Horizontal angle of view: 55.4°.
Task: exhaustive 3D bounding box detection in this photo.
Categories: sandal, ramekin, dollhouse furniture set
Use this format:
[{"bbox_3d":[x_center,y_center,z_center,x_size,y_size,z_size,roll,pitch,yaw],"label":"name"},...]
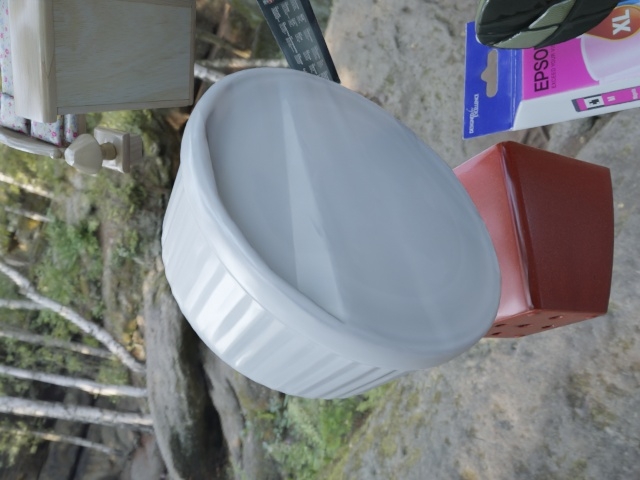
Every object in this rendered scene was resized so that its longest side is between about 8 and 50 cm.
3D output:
[{"bbox_3d":[0.208,-0.277,0.503,0.302,0.120,0.086,90,-177,-61],"label":"sandal"},{"bbox_3d":[0.000,0.000,0.491,0.127,0.273,0.272,-47,31,39],"label":"ramekin"},{"bbox_3d":[-0.318,-0.231,0.620,0.356,0.174,0.303,18,112,27],"label":"dollhouse furniture set"}]

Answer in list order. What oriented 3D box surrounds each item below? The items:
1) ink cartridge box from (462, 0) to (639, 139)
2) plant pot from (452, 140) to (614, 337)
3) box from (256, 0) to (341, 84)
[{"bbox_3d":[0.319,-0.226,0.638,0.371,0.069,0.175,-8,66,35],"label":"ink cartridge box"},{"bbox_3d":[0.304,0.025,0.978,0.267,0.268,0.235,-31,60,50],"label":"plant pot"},{"bbox_3d":[-0.049,-0.291,0.677,0.051,0.220,0.175,-22,67,7],"label":"box"}]
